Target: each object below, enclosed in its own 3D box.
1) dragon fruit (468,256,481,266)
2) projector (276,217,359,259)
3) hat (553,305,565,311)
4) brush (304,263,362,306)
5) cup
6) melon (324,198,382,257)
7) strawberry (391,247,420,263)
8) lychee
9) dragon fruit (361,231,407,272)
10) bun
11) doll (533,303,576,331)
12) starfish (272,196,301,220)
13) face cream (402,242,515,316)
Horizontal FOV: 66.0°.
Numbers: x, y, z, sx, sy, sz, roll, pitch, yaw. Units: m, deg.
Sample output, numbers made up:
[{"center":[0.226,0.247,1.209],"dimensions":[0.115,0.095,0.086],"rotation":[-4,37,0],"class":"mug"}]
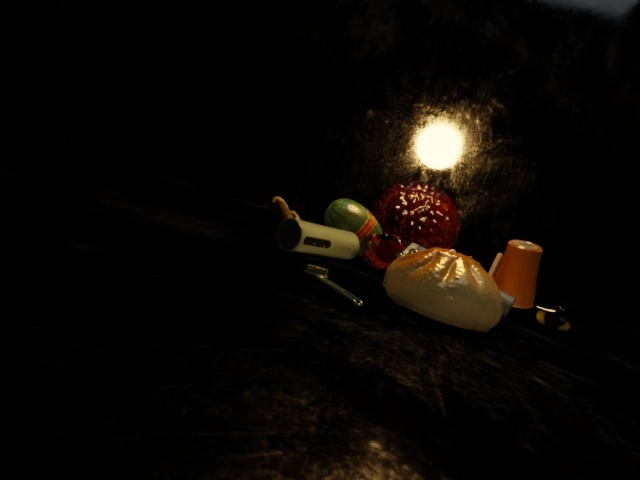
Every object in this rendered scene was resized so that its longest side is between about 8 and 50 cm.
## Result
[{"center":[0.536,0.132,1.962],"dimensions":[0.236,0.135,0.137],"rotation":[-2,-2,39],"class":"dragon fruit"},{"center":[0.000,0.000,1.664],"dimensions":[0.108,0.108,0.338],"rotation":[21,6,37],"class":"projector"},{"center":[0.958,0.293,1.988],"dimensions":[0.121,0.050,0.121],"rotation":[19,7,-2],"class":"hat"},{"center":[0.031,0.097,1.115],"dimensions":[0.062,0.027,0.266],"rotation":[14,6,-25],"class":"brush"},{"center":[0.768,0.138,1.975],"dimensions":[0.226,0.263,0.182],"rotation":[3,17,-19],"class":"cup"},{"center":[0.135,-0.039,1.903],"dimensions":[0.287,0.182,0.182],"rotation":[45,-9,-27],"class":"melon"},{"center":[0.288,0.102,1.553],"dimensions":[0.131,0.148,0.131],"rotation":[-18,15,5],"class":"strawberry"},{"center":[0.476,-0.064,2.402],"dimensions":[0.500,0.424,0.425],"rotation":[42,-7,-26],"class":"lychee"},{"center":[0.235,0.041,1.759],"dimensions":[0.167,0.160,0.172],"rotation":[-25,1,2],"class":"dragon fruit"},{"center":[0.307,0.102,1.221],"dimensions":[0.299,0.164,0.299],"rotation":[16,3,-1],"class":"bun"},{"center":[0.763,0.254,1.617],"dimensions":[0.127,0.088,0.249],"rotation":[-3,-10,14],"class":"doll"},{"center":[-0.053,-0.039,1.947],"dimensions":[0.327,0.094,0.375],"rotation":[31,9,-39],"class":"starfish"},{"center":[0.440,0.123,1.611],"dimensions":[0.385,0.086,0.136],"rotation":[30,39,22],"class":"face cream"}]
